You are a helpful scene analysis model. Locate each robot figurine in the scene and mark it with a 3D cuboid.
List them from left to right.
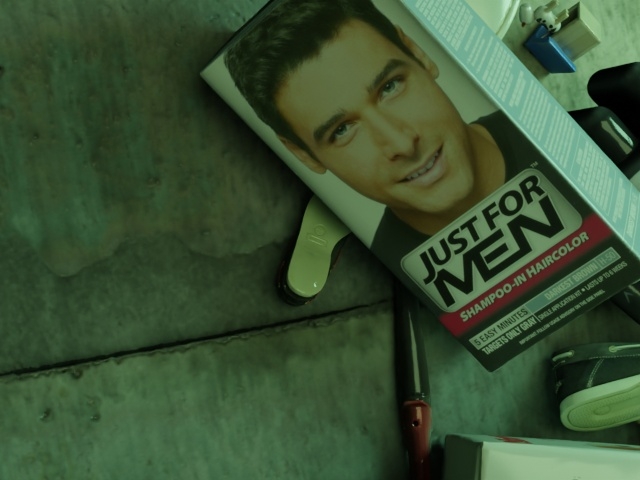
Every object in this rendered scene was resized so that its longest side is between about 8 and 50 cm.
[{"bbox_3d":[0.348,-0.044,1.291,0.278,0.209,0.173,43,30,-12],"label":"robot figurine"}]

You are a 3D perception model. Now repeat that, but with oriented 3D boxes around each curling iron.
[{"bbox_3d":[0.076,0.158,1.234,0.068,0.035,0.274,6,83,-21],"label":"curling iron"}]

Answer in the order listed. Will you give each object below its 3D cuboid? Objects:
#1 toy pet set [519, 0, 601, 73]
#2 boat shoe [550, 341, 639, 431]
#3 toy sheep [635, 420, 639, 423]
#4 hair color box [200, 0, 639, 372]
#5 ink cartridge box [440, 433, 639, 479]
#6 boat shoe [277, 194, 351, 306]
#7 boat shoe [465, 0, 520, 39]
[{"bbox_3d":[0.215,-0.223,1.315,0.114,0.065,0.122,44,31,-21],"label":"toy pet set"},{"bbox_3d":[0.334,0.113,1.275,0.233,0.084,0.079,-13,47,7],"label":"boat shoe"},{"bbox_3d":[0.368,0.176,1.323,0.132,0.091,0.091,4,83,-7],"label":"toy sheep"},{"bbox_3d":[0.099,-0.082,1.172,0.374,0.185,0.113,46,32,-11],"label":"hair color box"},{"bbox_3d":[0.295,0.253,1.120,0.384,0.279,0.160,4,83,0],"label":"ink cartridge box"},{"bbox_3d":[-0.002,-0.001,1.218,0.049,0.042,0.133,28,62,-7],"label":"boat shoe"},{"bbox_3d":[0.136,-0.273,1.276,0.095,0.079,0.254,10,79,-18],"label":"boat shoe"}]
